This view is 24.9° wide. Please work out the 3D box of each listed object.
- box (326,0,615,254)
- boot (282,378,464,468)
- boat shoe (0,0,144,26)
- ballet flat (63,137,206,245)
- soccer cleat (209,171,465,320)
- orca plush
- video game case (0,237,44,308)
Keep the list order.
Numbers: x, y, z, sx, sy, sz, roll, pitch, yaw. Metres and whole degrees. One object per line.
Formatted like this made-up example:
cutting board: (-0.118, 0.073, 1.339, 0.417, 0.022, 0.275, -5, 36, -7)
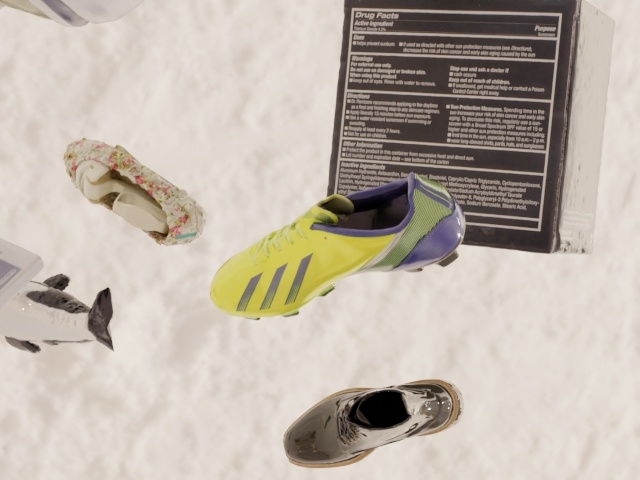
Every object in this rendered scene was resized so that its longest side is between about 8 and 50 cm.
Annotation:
box: (0.181, -0.140, 1.739, 0.183, 0.296, 0.294, 1, 95, -64)
boot: (0.028, 0.178, 1.434, 0.137, 0.198, 0.076, 10, 59, -64)
boat shoe: (-0.154, -0.133, 0.281, 0.094, 0.109, 0.302, -43, 126, 11)
ballet flat: (-0.256, -0.065, 1.882, 0.077, 0.241, 0.091, -32, 141, -51)
soccer cleat: (0.000, -0.001, 1.414, 0.121, 0.289, 0.093, 43, 39, -43)
orca plush: (-0.375, 0.070, 1.965, 0.151, 0.287, 0.102, 55, 50, -29)
video game case: (-0.443, 0.057, 1.631, 0.201, 0.183, 0.023, -48, 144, -31)
